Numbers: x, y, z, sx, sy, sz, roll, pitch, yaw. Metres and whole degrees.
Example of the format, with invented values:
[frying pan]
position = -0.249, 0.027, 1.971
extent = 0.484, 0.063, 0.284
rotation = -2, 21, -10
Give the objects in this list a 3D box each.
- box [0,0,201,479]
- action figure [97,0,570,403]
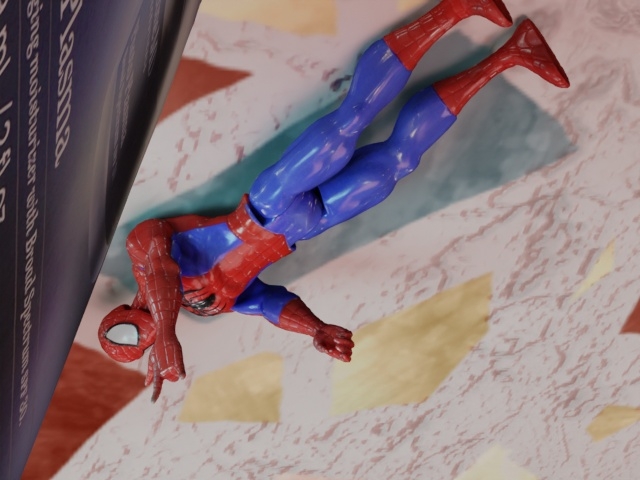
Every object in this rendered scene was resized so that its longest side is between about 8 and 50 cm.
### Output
[box]
position = -0.133, -0.101, 0.473
extent = 0.182, 0.294, 0.296
rotation = 15, 142, 0
[action figure]
position = 0.000, 0.000, 0.811
extent = 0.280, 0.139, 0.091
rotation = -35, 134, 18
